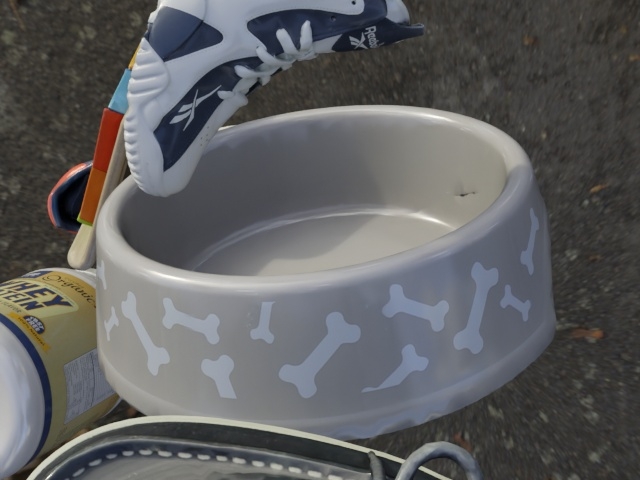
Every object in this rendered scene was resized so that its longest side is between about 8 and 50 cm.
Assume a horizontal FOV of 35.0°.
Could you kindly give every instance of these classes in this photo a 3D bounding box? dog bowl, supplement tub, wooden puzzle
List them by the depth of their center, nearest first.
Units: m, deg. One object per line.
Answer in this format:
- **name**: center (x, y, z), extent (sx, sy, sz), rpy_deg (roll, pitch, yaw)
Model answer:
- **dog bowl**: center (0.000, 0.000, 0.733), extent (0.348, 0.349, 0.102), rpy_deg (-6, 116, 8)
- **wooden puzzle**: center (-0.167, -0.116, 0.924), extent (0.044, 0.239, 0.221), rpy_deg (25, 48, -11)
- **supplement tub**: center (-0.388, 0.163, 1.354), extent (0.228, 0.316, 0.228), rpy_deg (4, 103, 20)

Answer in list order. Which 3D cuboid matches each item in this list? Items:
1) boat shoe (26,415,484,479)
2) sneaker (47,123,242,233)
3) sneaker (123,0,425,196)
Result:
- **boat shoe**: center (0.050, 0.176, 0.381), extent (0.500, 0.156, 0.187), rpy_deg (19, 62, 33)
- **sneaker**: center (-0.201, -0.069, 1.367), extent (0.349, 0.148, 0.131), rpy_deg (-14, 99, 8)
- **sneaker**: center (-0.019, -0.122, 0.627), extent (0.153, 0.094, 0.235), rpy_deg (20, 90, 3)
